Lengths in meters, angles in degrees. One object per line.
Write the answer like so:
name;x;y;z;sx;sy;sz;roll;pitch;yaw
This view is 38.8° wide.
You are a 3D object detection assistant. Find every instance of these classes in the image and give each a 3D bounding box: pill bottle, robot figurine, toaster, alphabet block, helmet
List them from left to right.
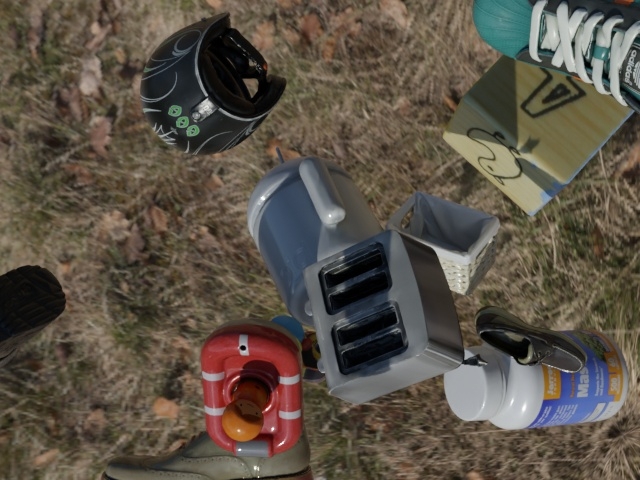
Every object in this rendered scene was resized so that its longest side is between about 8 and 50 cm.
helmet;-0.140;-0.185;1.116;0.161;0.169;0.170;-16;71;49
robot figurine;0.000;0.000;1.509;0.199;0.300;0.354;-14;51;-18
toaster;0.079;0.093;1.100;0.185;0.110;0.168;-25;63;25
pill bottle;0.339;0.220;1.448;0.152;0.271;0.153;-2;87;63
alphabet block;0.332;-0.186;1.390;0.197;0.192;0.193;42;78;7

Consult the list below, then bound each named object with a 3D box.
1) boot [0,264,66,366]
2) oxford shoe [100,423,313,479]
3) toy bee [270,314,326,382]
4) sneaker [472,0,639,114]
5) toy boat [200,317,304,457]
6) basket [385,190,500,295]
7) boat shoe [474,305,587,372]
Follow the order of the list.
boot;-0.504;0.156;1.172;0.222;0.338;0.118;-38;74;41
oxford shoe;-0.187;0.351;1.504;0.348;0.123;0.130;-2;94;-6
toy bee;-0.039;0.212;1.669;0.298;0.195;0.162;-34;64;-9
sneaker;0.257;-0.163;0.737;0.302;0.108;0.121;15;39;24
toy boat;-0.104;0.231;1.319;0.150;0.151;0.231;1;113;5
basket;0.208;0.006;1.549;0.167;0.103;0.113;22;52;31
boat shoe;0.262;0.136;1.146;0.152;0.056;0.049;22;41;1
